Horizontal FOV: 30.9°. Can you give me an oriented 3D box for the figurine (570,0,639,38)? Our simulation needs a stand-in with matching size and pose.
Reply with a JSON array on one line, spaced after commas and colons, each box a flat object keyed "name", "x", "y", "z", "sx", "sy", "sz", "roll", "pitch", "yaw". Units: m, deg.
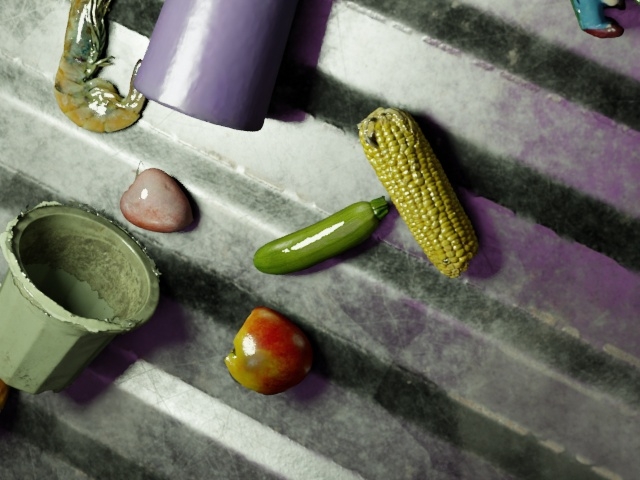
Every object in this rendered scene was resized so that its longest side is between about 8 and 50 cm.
[{"name": "figurine", "x": 0.460, "y": -0.403, "z": 1.644, "sx": 0.234, "sy": 0.127, "sz": 0.185, "roll": -21, "pitch": 100, "yaw": 10}]

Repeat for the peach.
[{"name": "peach", "x": -0.081, "y": 0.192, "z": 1.932, "sx": 0.118, "sy": 0.151, "sz": 0.151, "roll": 13, "pitch": 105, "yaw": 27}]

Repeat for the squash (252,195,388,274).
[{"name": "squash", "x": 0.000, "y": 0.000, "z": 1.894, "sx": 0.258, "sy": 0.069, "sz": 0.069, "roll": -24, "pitch": 94, "yaw": 21}]

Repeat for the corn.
[{"name": "corn", "x": 0.159, "y": -0.078, "z": 1.813, "sx": 0.106, "sy": 0.106, "sz": 0.293, "roll": -31, "pitch": 93, "yaw": 20}]

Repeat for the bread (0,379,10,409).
[{"name": "bread", "x": -0.649, "y": 0.204, "z": 2.079, "sx": 0.133, "sy": 0.179, "sz": 0.250, "roll": -7, "pitch": 91, "yaw": 27}]

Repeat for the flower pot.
[{"name": "flower pot", "x": -0.449, "y": 0.110, "z": 1.969, "sx": 0.290, "sy": 0.290, "sz": 0.259, "roll": 43, "pitch": 123, "yaw": 4}]

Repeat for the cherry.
[{"name": "cherry", "x": -0.279, "y": -0.067, "z": 1.954, "sx": 0.126, "sy": 0.087, "sz": 0.106, "roll": 21, "pitch": 111, "yaw": 15}]

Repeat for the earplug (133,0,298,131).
[{"name": "earplug", "x": -0.119, "y": -0.409, "z": 1.780, "sx": 0.215, "sy": 0.215, "sz": 0.456, "roll": 23, "pitch": 103, "yaw": 11}]

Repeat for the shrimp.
[{"name": "shrimp", "x": -0.358, "y": -0.323, "z": 1.946, "sx": 0.169, "sy": 0.058, "sz": 0.296, "roll": 14, "pitch": 109, "yaw": 6}]
